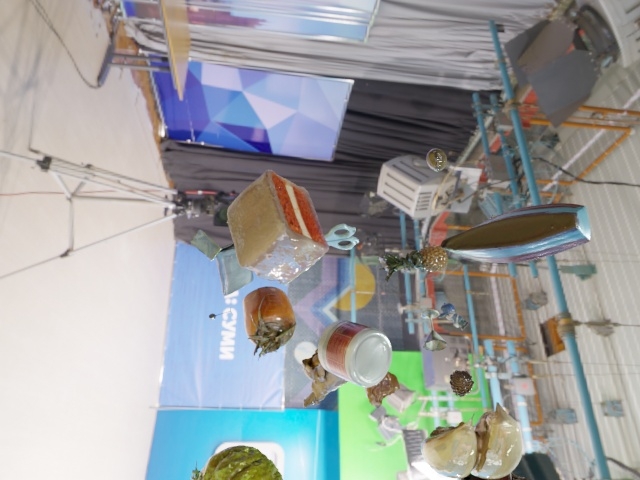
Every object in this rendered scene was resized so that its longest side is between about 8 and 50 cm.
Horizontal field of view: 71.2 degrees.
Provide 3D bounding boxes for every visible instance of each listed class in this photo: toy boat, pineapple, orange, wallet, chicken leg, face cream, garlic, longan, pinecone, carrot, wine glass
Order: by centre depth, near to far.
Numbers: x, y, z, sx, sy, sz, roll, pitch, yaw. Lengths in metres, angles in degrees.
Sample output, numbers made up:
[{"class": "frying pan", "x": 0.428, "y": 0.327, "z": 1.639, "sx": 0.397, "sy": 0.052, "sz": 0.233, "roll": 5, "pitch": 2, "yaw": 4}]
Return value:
[{"class": "toy boat", "x": 0.470, "y": -0.010, "z": 1.142, "sx": 0.392, "sy": 0.079, "sz": 0.136, "roll": -15, "pitch": -107, "yaw": 52}, {"class": "orange", "x": -0.207, "y": 0.726, "z": 1.264, "sx": 0.301, "sy": 0.223, "sz": 0.300, "roll": 17, "pitch": -57, "yaw": 43}, {"class": "garlic", "x": 0.498, "y": 0.671, "z": 1.478, "sx": 0.313, "sy": 0.286, "sz": 0.249, "roll": 117, "pitch": -2, "yaw": -63}, {"class": "face cream", "x": 0.122, "y": 0.393, "z": 1.574, "sx": 0.187, "sy": 0.201, "sz": 0.201, "roll": 3, "pitch": -91, "yaw": 55}, {"class": "toy boat", "x": -0.429, "y": 0.016, "z": 1.668, "sx": 0.063, "sy": 0.115, "sz": 0.016, "roll": -50, "pitch": 171, "yaw": 5}, {"class": "carrot", "x": -0.193, "y": 0.305, "z": 1.716, "sx": 0.331, "sy": 0.193, "sz": 0.214, "roll": -110, "pitch": -153, "yaw": -54}, {"class": "pineapple", "x": 0.369, "y": 0.087, "z": 1.776, "sx": 0.130, "sy": 0.278, "sz": 0.118, "roll": -170, "pitch": -108, "yaw": -71}, {"class": "pinecone", "x": 0.586, "y": 0.604, "z": 1.873, "sx": 0.102, "sy": 0.102, "sz": 0.109, "roll": -96, "pitch": -163, "yaw": -61}, {"class": "longan", "x": 0.538, "y": -0.373, "z": 2.071, "sx": 0.113, "sy": 0.092, "sz": 0.113, "roll": -13, "pitch": 90, "yaw": -72}, {"class": "chicken leg", "x": 0.006, "y": 0.622, "z": 2.086, "sx": 0.409, "sy": 0.295, "sz": 0.182, "roll": -55, "pitch": -137, "yaw": 19}, {"class": "wine glass", "x": 0.549, "y": 0.434, "z": 2.181, "sx": 0.122, "sy": 0.122, "sz": 0.182, "roll": 101, "pitch": -6, "yaw": -51}, {"class": "wallet", "x": -0.426, "y": 0.137, "z": 2.259, "sx": 0.046, "sy": 0.191, "sz": 0.379, "roll": 51, "pitch": -26, "yaw": 28}]

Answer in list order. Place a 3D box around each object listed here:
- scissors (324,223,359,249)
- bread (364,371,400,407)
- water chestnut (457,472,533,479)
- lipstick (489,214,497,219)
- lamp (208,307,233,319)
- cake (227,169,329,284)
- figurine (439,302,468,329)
[{"class": "scissors", "x": 0.000, "y": -0.001, "z": 2.138, "sx": 0.191, "sy": 0.361, "sz": 0.029, "roll": 66, "pitch": 21, "yaw": -52}, {"class": "bread", "x": 0.250, "y": 0.613, "z": 1.889, "sx": 0.125, "sy": 0.156, "sz": 0.086, "roll": 54, "pitch": -8, "yaw": -9}, {"class": "water chestnut", "x": 0.701, "y": 1.003, "z": 1.761, "sx": 0.350, "sy": 0.302, "sz": 0.350, "roll": -16, "pitch": 90, "yaw": -79}, {"class": "lipstick", "x": 0.804, "y": -0.053, "z": 1.700, "sx": 0.076, "sy": 0.304, "sz": 0.076, "roll": -16, "pitch": 108, "yaw": -60}, {"class": "lamp", "x": -0.495, "y": 0.363, "z": 2.204, "sx": 0.054, "sy": 0.121, "sz": 0.041, "roll": 87, "pitch": -12, "yaw": -78}, {"class": "cake", "x": -0.142, "y": -0.041, "z": 1.469, "sx": 0.230, "sy": 0.237, "sz": 0.308, "roll": -42, "pitch": -130, "yaw": 25}, {"class": "figurine", "x": 0.609, "y": 0.342, "z": 2.035, "sx": 0.077, "sy": 0.136, "sz": 0.079, "roll": -22, "pitch": 136, "yaw": -57}]
